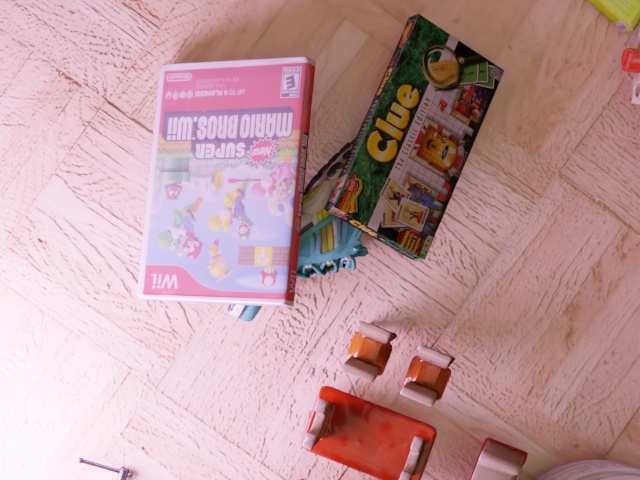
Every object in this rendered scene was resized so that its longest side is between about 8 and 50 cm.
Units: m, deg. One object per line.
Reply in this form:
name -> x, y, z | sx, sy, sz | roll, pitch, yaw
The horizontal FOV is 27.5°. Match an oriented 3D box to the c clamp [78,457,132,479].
c clamp -> -0.242, 0.354, 1.590 | 0.137, 0.022, 0.160 | 12, 89, -7

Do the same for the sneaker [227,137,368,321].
sneaker -> 0.000, 0.000, 1.551 | 0.275, 0.107, 0.110 | -45, 101, 0

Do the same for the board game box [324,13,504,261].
board game box -> 0.113, -0.121, 1.534 | 0.136, 0.030, 0.259 | 28, 75, -19

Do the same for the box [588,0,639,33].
box -> 0.391, -0.353, 1.580 | 0.109, 0.042, 0.178 | 41, 89, -2

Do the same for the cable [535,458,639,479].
cable -> 0.338, 0.392, 1.570 | 0.257, 0.089, 0.257 | 22, 90, -3

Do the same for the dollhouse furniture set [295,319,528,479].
dollhouse furniture set -> 0.107, 0.255, 1.562 | 0.259, 0.135, 0.262 | 21, 90, 10

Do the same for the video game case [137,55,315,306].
video game case -> -0.111, -0.069, 1.516 | 0.204, 0.025, 0.285 | 1, 82, 28

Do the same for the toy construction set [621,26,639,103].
toy construction set -> 0.511, -0.151, 1.533 | 0.328, 0.151, 0.215 | 10, 115, 6
